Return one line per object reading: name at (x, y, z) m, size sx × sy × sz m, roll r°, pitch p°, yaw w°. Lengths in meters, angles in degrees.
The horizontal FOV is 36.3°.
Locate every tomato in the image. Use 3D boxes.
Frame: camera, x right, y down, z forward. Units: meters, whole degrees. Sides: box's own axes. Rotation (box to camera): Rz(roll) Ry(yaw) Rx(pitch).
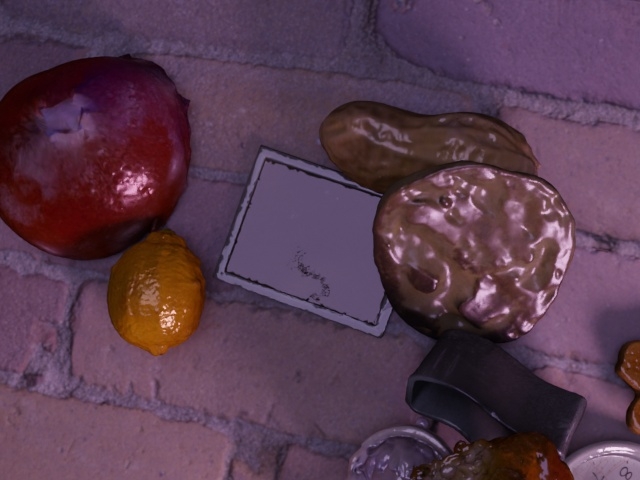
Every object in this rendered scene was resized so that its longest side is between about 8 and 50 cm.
tomato at (-0.346, -0.127, 1.434) m, size 0.334 × 0.176 × 0.290 m, roll -24°, pitch 85°, yaw 5°

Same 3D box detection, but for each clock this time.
clock at (0.402, 0.390, 1.317) m, size 0.236 × 0.053 × 0.236 m, roll 2°, pitch 72°, yaw -5°

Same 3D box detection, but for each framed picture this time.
framed picture at (0.000, 0.000, 1.447) m, size 0.273 × 0.016 × 0.216 m, roll 20°, pitch 87°, yaw 9°

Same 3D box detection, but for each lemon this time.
lemon at (-0.237, 0.073, 1.414) m, size 0.142 × 0.142 × 0.187 m, roll 5°, pitch 80°, yaw 9°

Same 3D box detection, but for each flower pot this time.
flower pot at (0.237, 0.221, 1.329) m, size 0.229 × 0.103 × 0.108 m, roll 32°, pitch 49°, yaw 13°

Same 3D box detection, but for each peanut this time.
peanut at (0.149, -0.122, 1.373) m, size 0.313 × 0.149 × 0.149 m, roll 12°, pitch 87°, yaw 13°

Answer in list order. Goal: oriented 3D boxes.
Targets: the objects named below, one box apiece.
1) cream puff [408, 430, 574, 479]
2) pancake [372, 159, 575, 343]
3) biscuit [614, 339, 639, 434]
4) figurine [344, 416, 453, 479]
cream puff at (0.195, 0.358, 1.206) m, size 0.269 × 0.155 × 0.241 m, roll -7°, pitch 110°, yaw -17°
pancake at (0.208, 0.019, 1.335) m, size 0.294 × 0.049 × 0.294 m, roll 2°, pitch 119°, yaw 3°
biscuit at (0.513, 0.230, 1.330) m, size 0.184 × 0.035 × 0.249 m, roll -30°, pitch 77°, yaw -4°
figurine at (0.102, 0.358, 1.336) m, size 0.162 × 0.141 × 0.237 m, roll 22°, pitch 88°, yaw 16°
